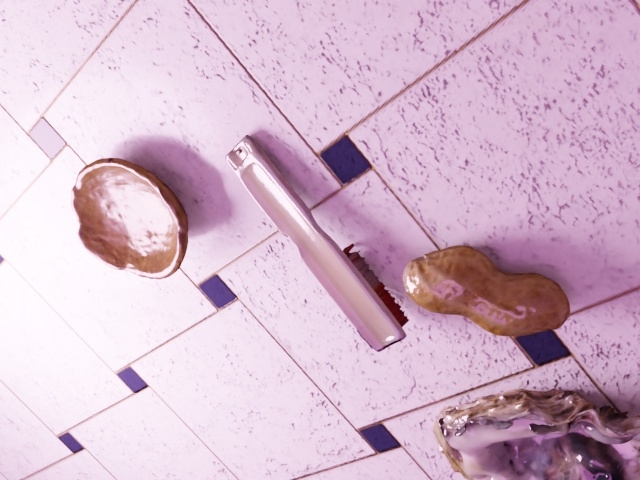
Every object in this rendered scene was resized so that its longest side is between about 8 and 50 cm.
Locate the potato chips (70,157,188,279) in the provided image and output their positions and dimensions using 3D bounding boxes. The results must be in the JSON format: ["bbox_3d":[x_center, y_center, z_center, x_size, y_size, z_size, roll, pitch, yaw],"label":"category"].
[{"bbox_3d":[-0.262,-0.031,1.046,0.195,0.062,0.208,47,132,-1],"label":"potato chips"}]

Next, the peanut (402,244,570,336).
[{"bbox_3d":[0.190,0.057,0.856,0.193,0.089,0.089,18,128,11],"label":"peanut"}]

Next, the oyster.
[{"bbox_3d":[0.295,0.262,0.926,0.351,0.115,0.238,-3,129,35],"label":"oyster"}]

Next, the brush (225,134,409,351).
[{"bbox_3d":[0.000,0.000,0.943,0.321,0.050,0.060,51,133,-2],"label":"brush"}]
